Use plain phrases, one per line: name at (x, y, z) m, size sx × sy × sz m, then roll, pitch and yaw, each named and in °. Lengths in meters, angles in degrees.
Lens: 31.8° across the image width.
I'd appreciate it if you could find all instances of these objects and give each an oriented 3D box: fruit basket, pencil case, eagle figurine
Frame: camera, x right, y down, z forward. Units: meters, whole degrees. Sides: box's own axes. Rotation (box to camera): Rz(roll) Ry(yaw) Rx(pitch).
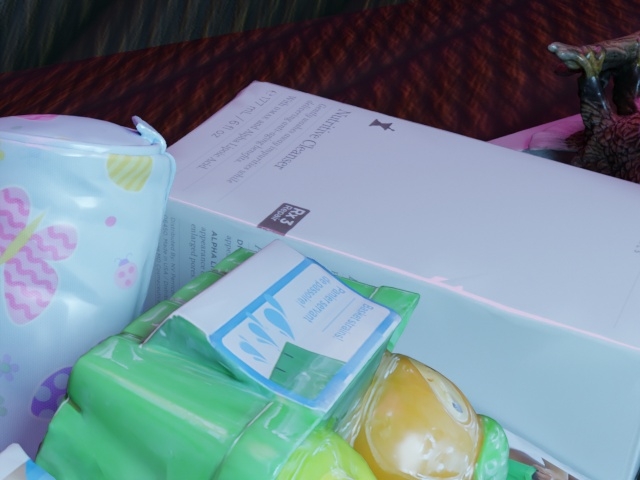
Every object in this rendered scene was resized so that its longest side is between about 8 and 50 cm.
fruit basket at (0.052, 0.141, 0.552) m, size 0.353 × 0.165 × 0.327 m, roll 25°, pitch 22°, yaw 13°
pencil case at (-0.156, 0.062, 0.650) m, size 0.124 × 0.273 × 0.113 m, roll 6°, pitch 10°, yaw 0°
eagle figurine at (0.315, -0.058, 1.046) m, size 0.226 × 0.298 × 0.225 m, roll -26°, pitch -14°, yaw 25°

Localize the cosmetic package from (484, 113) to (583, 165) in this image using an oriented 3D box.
cosmetic package at (0.229, -0.067, 1.226) m, size 0.239 × 0.098 × 0.060 m, roll -17°, pitch 21°, yaw -27°

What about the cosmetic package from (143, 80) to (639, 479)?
cosmetic package at (0.069, 0.028, 0.815) m, size 0.385 × 0.156 × 0.217 m, roll 15°, pitch 34°, yaw 20°
